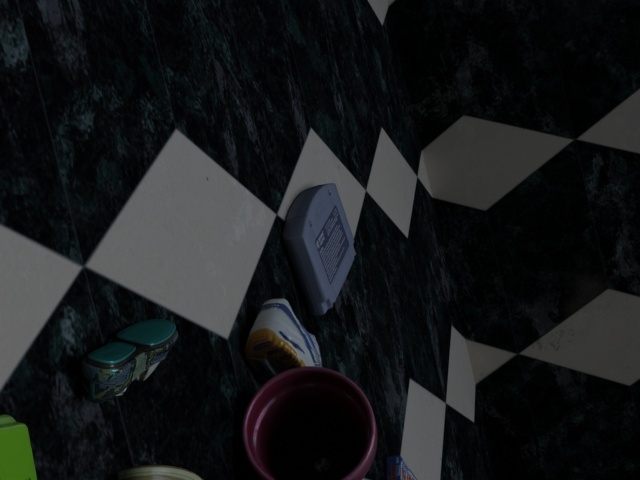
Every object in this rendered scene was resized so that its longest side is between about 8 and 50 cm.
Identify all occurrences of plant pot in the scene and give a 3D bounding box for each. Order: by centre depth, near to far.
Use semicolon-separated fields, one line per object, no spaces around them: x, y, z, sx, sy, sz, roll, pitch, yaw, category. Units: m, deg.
-0.010;0.321;1.423;0.180;0.202;0.201;79;9;-58;plant pot

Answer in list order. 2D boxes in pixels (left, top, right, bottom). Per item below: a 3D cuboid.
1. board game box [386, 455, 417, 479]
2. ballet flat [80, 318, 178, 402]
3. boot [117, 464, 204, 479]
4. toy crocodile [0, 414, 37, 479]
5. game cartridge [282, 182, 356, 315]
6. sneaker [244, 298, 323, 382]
0.194;0.590;2.058;0.201;0.035;0.136;58;27;-45;board game box
-0.229;0.144;1.090;0.188;0.070;0.070;-25;102;-69;ballet flat
-0.173;0.364;1.072;0.213;0.077;0.165;55;32;-50;boot
-0.268;0.322;0.803;0.115;0.105;0.340;0;74;-71;toy crocodile
0.000;0.000;1.846;0.294;0.060;0.196;-60;138;-64;game cartridge
-0.023;0.222;1.542;0.131;0.112;0.296;-80;152;-50;sneaker
